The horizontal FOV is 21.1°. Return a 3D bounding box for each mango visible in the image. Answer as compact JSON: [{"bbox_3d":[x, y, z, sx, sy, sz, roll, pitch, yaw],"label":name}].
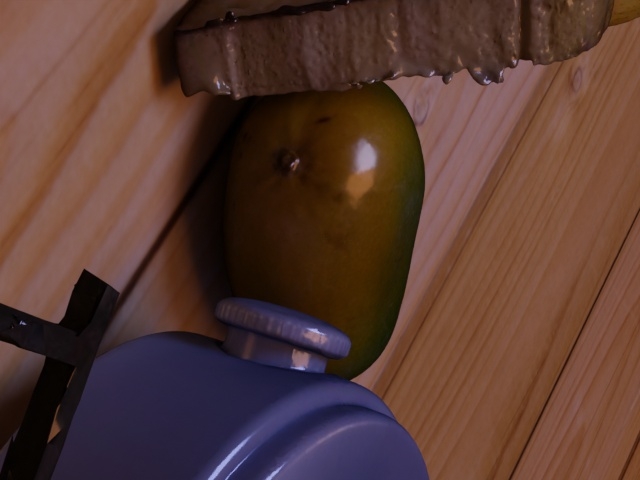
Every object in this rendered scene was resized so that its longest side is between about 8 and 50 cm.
[{"bbox_3d":[0.000,0.000,1.094,0.251,0.114,0.156,96,14,-46],"label":"mango"}]

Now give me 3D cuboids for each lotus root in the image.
[{"bbox_3d":[0.047,-0.156,1.025,0.170,0.261,0.074,-92,176,-53],"label":"lotus root"}]

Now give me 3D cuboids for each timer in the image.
[{"bbox_3d":[-0.081,0.215,0.969,0.395,0.173,0.395,-38,136,-49],"label":"timer"}]

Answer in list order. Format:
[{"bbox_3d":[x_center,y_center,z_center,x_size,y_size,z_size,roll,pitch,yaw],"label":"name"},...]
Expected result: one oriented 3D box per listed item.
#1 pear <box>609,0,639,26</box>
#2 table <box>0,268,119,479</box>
[{"bbox_3d":[0.205,-0.243,1.293,0.178,0.178,0.178,-40,138,-50],"label":"pear"},{"bbox_3d":[-0.266,0.076,0.477,0.335,0.222,0.272,32,77,-64],"label":"table"}]
